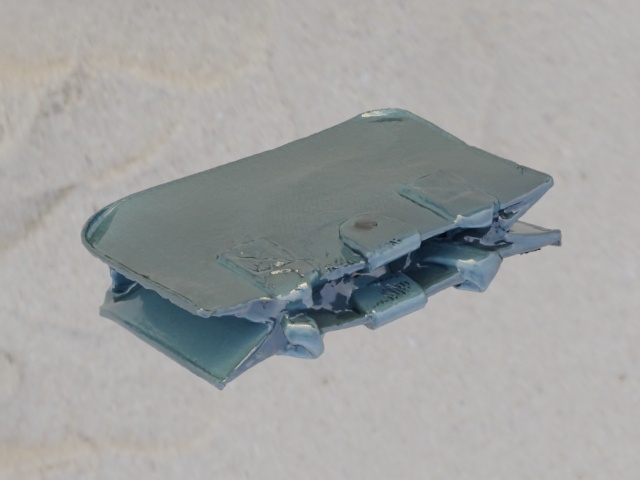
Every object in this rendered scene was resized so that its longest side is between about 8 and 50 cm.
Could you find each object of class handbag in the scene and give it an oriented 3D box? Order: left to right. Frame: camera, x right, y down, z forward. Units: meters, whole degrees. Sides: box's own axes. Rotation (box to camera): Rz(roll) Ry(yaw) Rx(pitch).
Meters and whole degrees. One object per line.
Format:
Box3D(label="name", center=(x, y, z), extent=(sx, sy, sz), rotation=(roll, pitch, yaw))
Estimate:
Box3D(label="handbag", center=(0.000, 0.000, 1.036), extent=(0.229, 0.179, 0.062), rotation=(-21, 115, -27))
